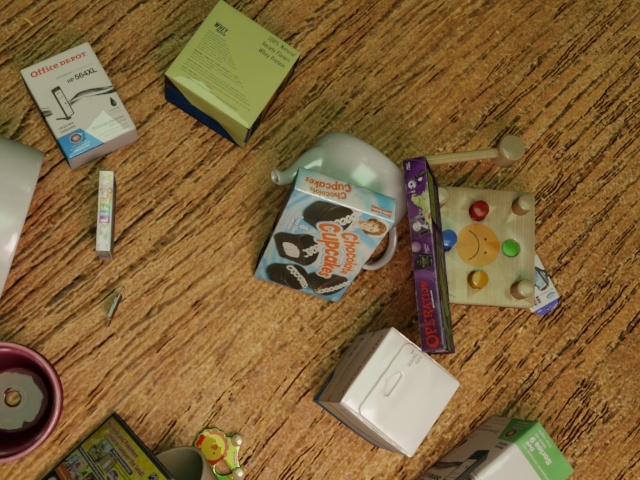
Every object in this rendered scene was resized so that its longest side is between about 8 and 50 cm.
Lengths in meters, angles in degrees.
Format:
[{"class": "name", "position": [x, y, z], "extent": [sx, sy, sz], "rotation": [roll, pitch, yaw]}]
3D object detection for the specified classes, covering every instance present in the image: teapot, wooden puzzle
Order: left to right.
[{"class": "wooden puzzle", "position": [-0.398, 0.128, 1.399], "extent": [0.006, 0.049, 0.083], "rotation": [22, 75, -6]}, {"class": "teapot", "position": [0.051, -0.078, 1.452], "extent": [0.256, 0.252, 0.187], "rotation": [33, 79, 11]}]

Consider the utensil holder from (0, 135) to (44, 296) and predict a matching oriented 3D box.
[{"class": "utensil holder", "position": [-0.698, -0.068, 1.203], "extent": [0.385, 0.327, 0.328], "rotation": [17, 76, -23]}]

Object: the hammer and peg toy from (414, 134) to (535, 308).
[{"class": "hammer and peg toy", "position": [0.325, -0.040, 1.546], "extent": [0.266, 0.127, 0.361], "rotation": [3, 78, -3]}]

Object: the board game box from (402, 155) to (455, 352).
[{"class": "board game box", "position": [0.206, 0.037, 1.354], "extent": [0.056, 0.208, 0.347], "rotation": [-8, 78, 18]}]

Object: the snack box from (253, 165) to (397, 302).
[{"class": "snack box", "position": [0.000, 0.000, 1.376], "extent": [0.187, 0.322, 0.060], "rotation": [17, 55, -8]}]

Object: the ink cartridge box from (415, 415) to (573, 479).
[{"class": "ink cartridge box", "position": [0.308, 0.480, 1.407], "extent": [0.289, 0.211, 0.121], "rotation": [-34, 89, -17]}]

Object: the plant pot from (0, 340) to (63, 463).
[{"class": "plant pot", "position": [-0.550, 0.281, 1.268], "extent": [0.201, 0.180, 0.201], "rotation": [2, 79, -12]}]

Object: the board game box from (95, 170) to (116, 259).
[{"class": "board game box", "position": [-0.415, -0.047, 1.402], "extent": [0.026, 0.103, 0.154], "rotation": [2, 78, -12]}]

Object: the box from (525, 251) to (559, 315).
[{"class": "box", "position": [0.474, 0.099, 1.616], "extent": [0.081, 0.028, 0.136], "rotation": [-26, 88, -16]}]

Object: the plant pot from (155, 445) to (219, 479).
[{"class": "plant pot", "position": [-0.233, 0.552, 1.271], "extent": [0.256, 0.256, 0.274], "rotation": [-39, 111, -17]}]

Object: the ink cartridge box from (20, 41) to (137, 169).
[{"class": "ink cartridge box", "position": [-0.480, -0.268, 1.439], "extent": [0.148, 0.086, 0.203], "rotation": [-30, 88, -16]}]

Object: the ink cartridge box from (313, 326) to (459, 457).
[{"class": "ink cartridge box", "position": [0.120, 0.290, 1.390], "extent": [0.168, 0.232, 0.171], "rotation": [38, 74, -3]}]

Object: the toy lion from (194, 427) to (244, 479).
[{"class": "toy lion", "position": [-0.197, 0.414, 1.402], "extent": [0.096, 0.034, 0.100], "rotation": [-3, 80, -6]}]

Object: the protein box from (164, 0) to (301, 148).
[{"class": "protein box", "position": [-0.183, -0.340, 1.495], "extent": [0.200, 0.136, 0.201], "rotation": [33, 75, -4]}]

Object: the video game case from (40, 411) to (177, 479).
[{"class": "video game case", "position": [-0.391, 0.443, 1.233], "extent": [0.248, 0.275, 0.035], "rotation": [-43, 123, -19]}]
